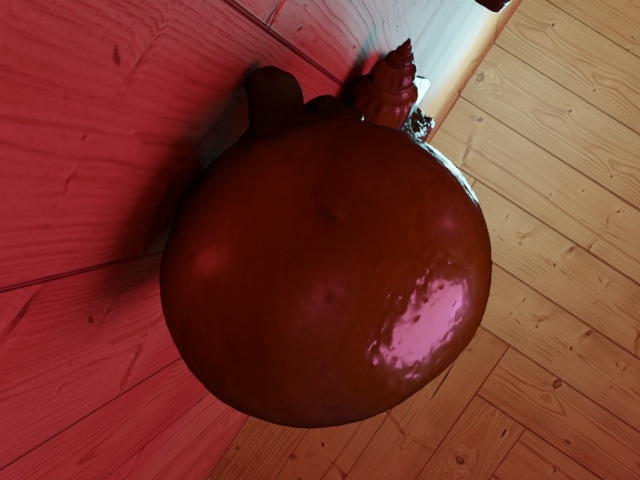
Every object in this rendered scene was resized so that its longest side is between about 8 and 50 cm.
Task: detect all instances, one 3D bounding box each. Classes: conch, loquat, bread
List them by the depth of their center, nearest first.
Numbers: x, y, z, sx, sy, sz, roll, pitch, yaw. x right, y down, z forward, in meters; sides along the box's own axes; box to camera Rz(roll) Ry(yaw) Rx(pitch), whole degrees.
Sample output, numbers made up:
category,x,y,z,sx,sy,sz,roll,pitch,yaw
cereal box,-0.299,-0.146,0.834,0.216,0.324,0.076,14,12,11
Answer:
category,x,y,z,sx,sy,sz,roll,pitch,yaw
loquat,-0.001,0.005,0.838,0.328,0.328,0.359,-46,125,-59
conch,0.063,-0.177,1.285,0.093,0.109,0.330,-4,147,-32
bread,0.152,-0.206,1.774,0.138,0.102,0.196,-63,169,30

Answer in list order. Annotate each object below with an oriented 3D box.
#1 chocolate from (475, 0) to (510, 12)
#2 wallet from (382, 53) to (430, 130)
category,x,y,z,sx,sy,sz,roll,pitch,yaw
chocolate,0.415,-0.596,1.825,0.214,0.093,0.148,-54,175,-24
wallet,0.067,-0.152,1.506,0.360,0.083,0.252,-57,169,18
